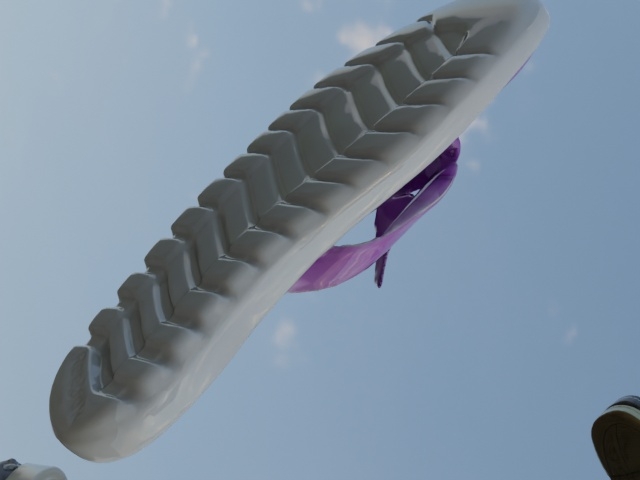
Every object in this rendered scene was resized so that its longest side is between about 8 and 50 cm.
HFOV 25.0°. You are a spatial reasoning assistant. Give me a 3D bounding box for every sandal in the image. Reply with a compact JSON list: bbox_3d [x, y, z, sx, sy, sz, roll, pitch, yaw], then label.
[{"bbox_3d":[-0.005,-0.005,0.952,0.416,0.102,0.169,-43,-152,-3],"label":"sandal"}]

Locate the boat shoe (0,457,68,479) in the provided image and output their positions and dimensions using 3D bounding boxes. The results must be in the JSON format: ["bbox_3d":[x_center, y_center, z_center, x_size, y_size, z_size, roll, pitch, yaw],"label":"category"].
[{"bbox_3d":[-0.274,0.239,0.888,0.324,0.096,0.116,-50,143,-55],"label":"boat shoe"}]

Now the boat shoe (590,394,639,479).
[{"bbox_3d":[0.299,0.190,1.093,0.073,0.223,0.080,-52,-174,-37],"label":"boat shoe"}]
